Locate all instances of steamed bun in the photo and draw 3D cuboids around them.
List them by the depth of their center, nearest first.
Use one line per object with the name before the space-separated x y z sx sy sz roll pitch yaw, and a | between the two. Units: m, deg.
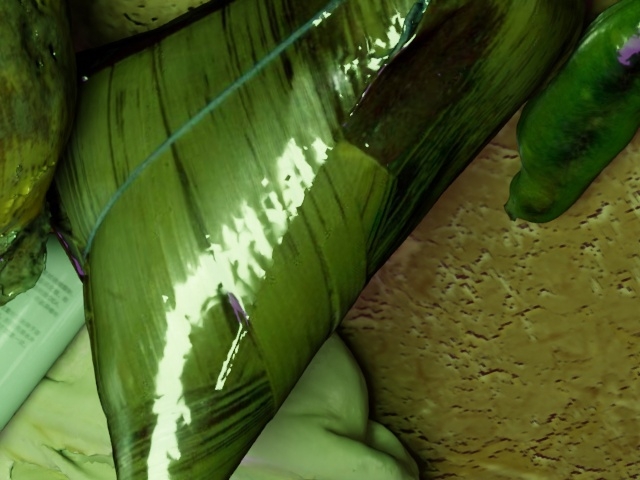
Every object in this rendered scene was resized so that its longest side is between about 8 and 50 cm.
steamed bun | -0.091 0.169 1.108 0.280 0.207 0.268 -26 119 27

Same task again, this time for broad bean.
broad bean | 0.211 -0.086 0.934 0.292 0.049 0.144 -14 126 21

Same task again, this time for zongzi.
zongzi | 0.000 0.000 0.887 0.286 0.300 0.138 -22 144 24

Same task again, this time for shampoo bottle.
shampoo bottle | -0.159 0.039 1.048 0.056 0.195 0.056 37 170 8

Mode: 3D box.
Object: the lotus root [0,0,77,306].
lotus root | -0.238 -0.146 0.858 0.196 0.179 0.397 -12 109 46
